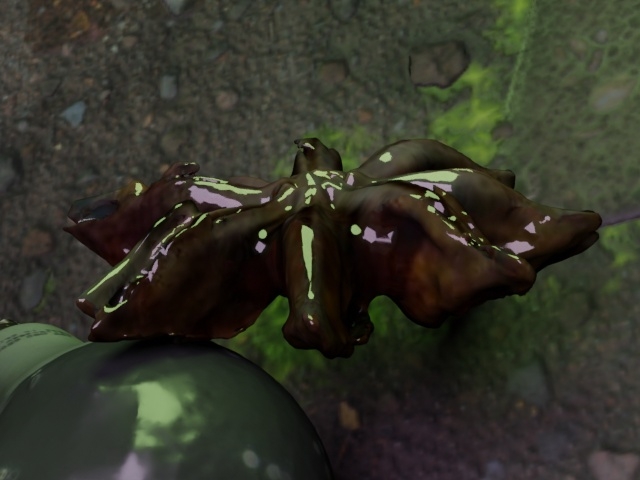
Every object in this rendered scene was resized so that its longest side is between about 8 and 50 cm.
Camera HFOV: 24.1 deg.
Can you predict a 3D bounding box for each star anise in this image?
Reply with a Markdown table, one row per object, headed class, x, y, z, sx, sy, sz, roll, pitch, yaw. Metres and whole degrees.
| class | x | y | z | sx | sy | sz | roll | pitch | yaw |
| --- | --- | --- | --- | --- | --- | --- | --- | --- | --- |
| star anise | -0.001 | 0.000 | 0.752 | 0.288 | 0.288 | 0.088 | 9 | 109 | 29 |

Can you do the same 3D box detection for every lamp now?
| class | x | y | z | sx | sy | sz | roll | pitch | yaw |
| --- | --- | --- | --- | --- | --- | --- | --- | --- | --- |
| lamp | -0.107 | 0.101 | 0.772 | 0.182 | 0.182 | 0.314 | -37 | 41 | 0 |
